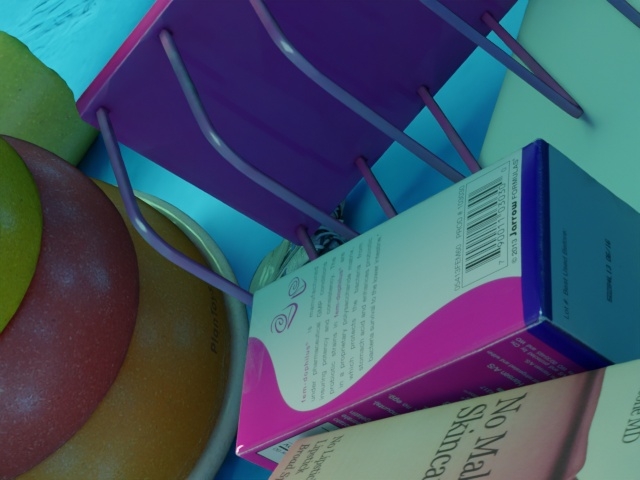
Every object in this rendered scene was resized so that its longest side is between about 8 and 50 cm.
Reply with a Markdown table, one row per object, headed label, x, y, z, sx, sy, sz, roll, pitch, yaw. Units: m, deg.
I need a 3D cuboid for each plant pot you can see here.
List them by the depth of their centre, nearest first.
| label | x | y | z | sx | sy | sz | roll | pitch | yaw |
| --- | --- | --- | --- | --- | --- | --- | --- | --- | --- |
| plant pot | -0.370 | -0.081 | 1.492 | 0.254 | 0.276 | 0.276 | -50 | 31 | -9 |

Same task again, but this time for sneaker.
| label | x | y | z | sx | sy | sz | roll | pitch | yaw |
| --- | --- | --- | --- | --- | --- | --- | --- | --- | --- |
| sneaker | 0.000 | 0.000 | 1.095 | 0.058 | 0.052 | 0.135 | 15 | 82 | 47 |

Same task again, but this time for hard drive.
| label | x | y | z | sx | sy | sz | roll | pitch | yaw |
| --- | --- | --- | --- | --- | --- | --- | --- | --- | --- |
| hard drive | 0.172 | -0.016 | 0.868 | 0.233 | 0.047 | 0.353 | -8 | 57 | 51 |

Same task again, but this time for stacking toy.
| label | x | y | z | sx | sy | sz | roll | pitch | yaw |
| --- | --- | --- | --- | --- | --- | --- | --- | --- | --- |
| stacking toy | -0.273 | 0.014 | 0.974 | 0.350 | 0.480 | 0.351 | -8 | 59 | 13 |

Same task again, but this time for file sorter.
| label | x | y | z | sx | sy | sz | roll | pitch | yaw |
| --- | --- | --- | --- | --- | --- | --- | --- | --- | --- |
| file sorter | 0.027 | -0.103 | 0.913 | 0.291 | 0.202 | 0.182 | -49 | 35 | 15 |

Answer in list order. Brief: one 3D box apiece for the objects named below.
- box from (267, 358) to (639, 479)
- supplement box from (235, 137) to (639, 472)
| label | x | y | z | sx | sy | sz | roll | pitch | yaw |
| --- | --- | --- | --- | --- | --- | --- | --- | --- | --- |
| box | 0.080 | 0.159 | 0.680 | 0.232 | 0.127 | 0.148 | -18 | 19 | 31 |
| supplement box | 0.068 | 0.056 | 0.798 | 0.220 | 0.114 | 0.111 | -27 | 44 | 38 |
